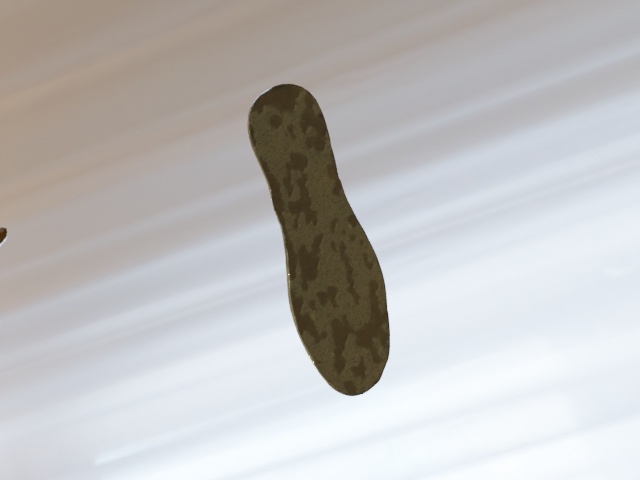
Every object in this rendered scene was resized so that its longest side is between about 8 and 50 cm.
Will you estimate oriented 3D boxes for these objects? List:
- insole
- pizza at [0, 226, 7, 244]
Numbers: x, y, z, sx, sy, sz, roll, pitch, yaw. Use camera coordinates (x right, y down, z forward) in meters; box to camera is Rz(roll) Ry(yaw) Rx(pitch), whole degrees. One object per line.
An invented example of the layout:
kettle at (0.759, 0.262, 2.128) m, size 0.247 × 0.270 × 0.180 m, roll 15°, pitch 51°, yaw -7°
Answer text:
insole at (0.000, 0.000, 0.913) m, size 0.006 × 0.065 × 0.193 m, roll -7°, pitch 101°, yaw 64°
pizza at (-0.360, -0.002, 1.393) m, size 0.108 × 0.123 × 0.026 m, roll 40°, pitch 145°, yaw 37°
